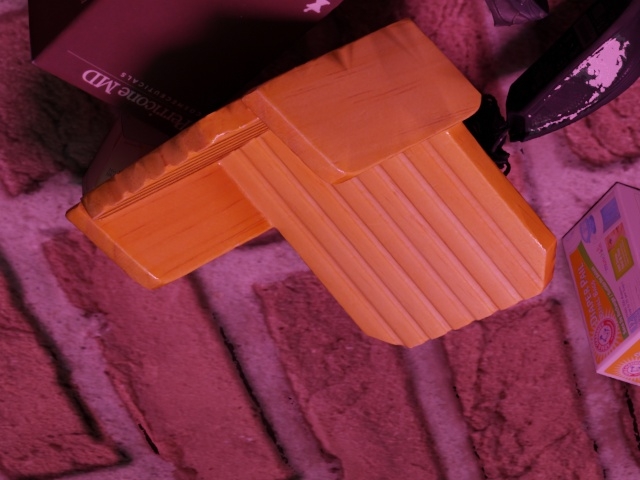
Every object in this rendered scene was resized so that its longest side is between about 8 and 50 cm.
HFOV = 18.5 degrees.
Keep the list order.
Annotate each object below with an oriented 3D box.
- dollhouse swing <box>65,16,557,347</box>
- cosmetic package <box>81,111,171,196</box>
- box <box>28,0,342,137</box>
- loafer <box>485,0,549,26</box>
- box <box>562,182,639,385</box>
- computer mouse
[{"bbox_3d":[0.000,0.000,1.946,0.315,0.305,0.347,-30,-178,-43],"label":"dollhouse swing"},{"bbox_3d":[-0.207,-0.080,2.105,0.060,0.041,0.115,12,135,-23],"label":"cosmetic package"},{"bbox_3d":[-0.085,-0.278,1.827,0.191,0.143,0.381,27,130,-35],"label":"box"},{"bbox_3d":[0.162,-0.263,1.951,0.061,0.062,0.170,-25,136,25],"label":"loafer"},{"bbox_3d":[0.366,0.054,2.247,0.103,0.203,0.114,17,133,-27],"label":"box"},{"bbox_3d":[0.257,-0.159,2.018,0.072,0.188,0.272,42,110,-14],"label":"computer mouse"}]
